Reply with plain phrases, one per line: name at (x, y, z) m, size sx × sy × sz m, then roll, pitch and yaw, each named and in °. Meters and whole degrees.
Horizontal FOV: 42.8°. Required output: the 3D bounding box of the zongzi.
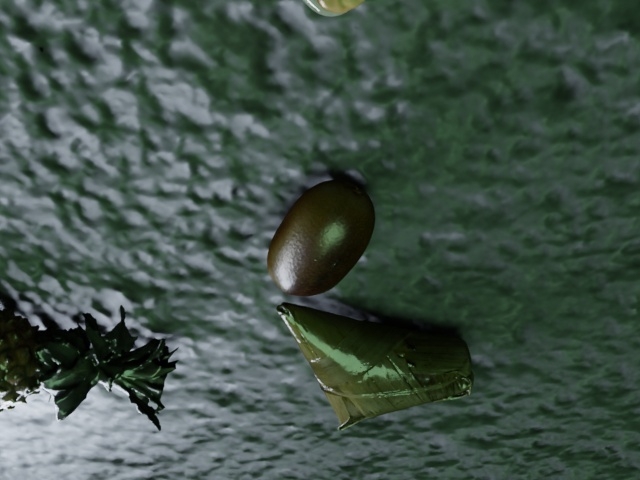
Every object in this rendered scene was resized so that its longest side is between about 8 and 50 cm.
zongzi at (0.062, 0.102, 0.809) m, size 0.160 × 0.078 × 0.176 m, roll -18°, pitch 127°, yaw 8°

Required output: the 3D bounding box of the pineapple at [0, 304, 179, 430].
pineapple at (-0.266, 0.119, 0.804) m, size 0.251 × 0.125 × 0.125 m, roll 8°, pitch 132°, yaw -15°

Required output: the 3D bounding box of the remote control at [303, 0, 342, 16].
remote control at (-0.018, -0.205, 0.553) m, size 0.122 × 0.032 × 0.074 m, roll 23°, pitch 128°, yaw -22°

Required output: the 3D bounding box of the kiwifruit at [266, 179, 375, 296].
kiwifruit at (0.000, 0.000, 0.716) m, size 0.075 × 0.075 × 0.124 m, roll 23°, pitch 124°, yaw -21°

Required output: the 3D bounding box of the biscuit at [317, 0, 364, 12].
biscuit at (-0.006, -0.269, 0.472) m, size 0.160 × 0.030 × 0.250 m, roll -37°, pitch 120°, yaw 16°
